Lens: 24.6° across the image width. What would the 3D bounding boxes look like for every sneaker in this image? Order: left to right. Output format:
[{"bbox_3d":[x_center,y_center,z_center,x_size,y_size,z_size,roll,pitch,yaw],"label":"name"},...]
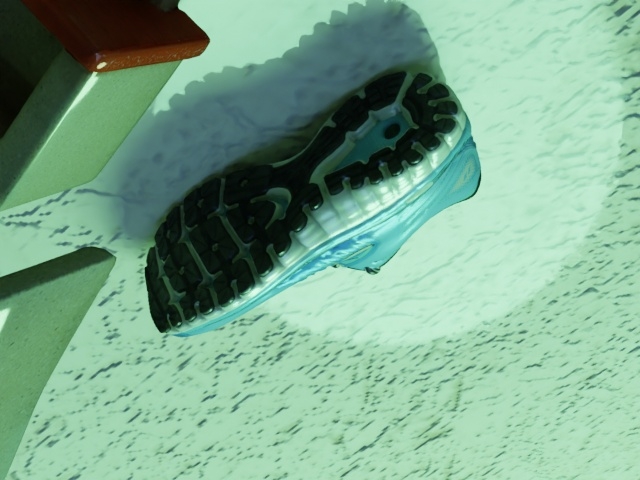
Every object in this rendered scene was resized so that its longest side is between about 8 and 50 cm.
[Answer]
[{"bbox_3d":[0.000,0.000,0.619,0.162,0.063,0.073,-29,141,13],"label":"sneaker"}]

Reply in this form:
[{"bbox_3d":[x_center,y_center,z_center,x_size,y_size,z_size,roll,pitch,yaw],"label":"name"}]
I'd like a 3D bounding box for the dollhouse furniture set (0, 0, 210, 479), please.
[{"bbox_3d":[-0.146,-0.064,0.377,0.259,0.262,0.135,-23,152,-52],"label":"dollhouse furniture set"}]
